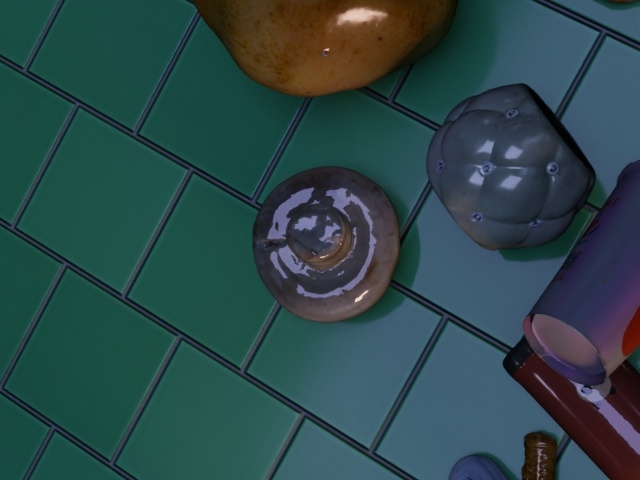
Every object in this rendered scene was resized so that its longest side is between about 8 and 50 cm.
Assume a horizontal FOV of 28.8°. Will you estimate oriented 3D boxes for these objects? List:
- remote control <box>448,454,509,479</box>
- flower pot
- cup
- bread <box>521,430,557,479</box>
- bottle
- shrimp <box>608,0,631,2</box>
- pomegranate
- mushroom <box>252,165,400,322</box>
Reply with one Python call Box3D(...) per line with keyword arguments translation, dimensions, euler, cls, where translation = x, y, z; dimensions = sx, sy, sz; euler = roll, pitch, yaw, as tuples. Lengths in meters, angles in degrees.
Box3D(translation=(0.272, 0.418, 1.831), dimensions=(0.087, 0.047, 0.244), euler=(-50, 55, 18), cls="remote control")
Box3D(translation=(0.274, -0.103, 1.818), dimensions=(0.195, 0.246, 0.246), euler=(-39, 75, 17), cls="flower pot")
Box3D(translation=(0.416, 0.054, 1.717), dimensions=(0.203, 0.203, 0.288), euler=(38, 65, 17), cls="cup")
Box3D(translation=(0.323, 0.363, 1.855), dimensions=(0.052, 0.044, 0.157), euler=(2, 85, 32), cls="bread")
Box3D(translation=(0.420, 0.254, 1.784), dimensions=(0.144, 0.144, 0.336), euler=(-43, 75, 9), cls="bottle")
Box3D(translation=(0.461, -0.446, 1.891), dimensions=(0.161, 0.049, 0.166), euler=(41, 96, 14), cls="shrimp")
Box3D(translation=(0.003, -0.400, 1.862), dimensions=(0.416, 0.416, 0.417), euler=(-2, 84, 17), cls="pomegranate")
Box3D(translation=(0.000, 0.000, 1.898), dimensions=(0.243, 0.243, 0.244), euler=(-2, 84, 17), cls="mushroom")
